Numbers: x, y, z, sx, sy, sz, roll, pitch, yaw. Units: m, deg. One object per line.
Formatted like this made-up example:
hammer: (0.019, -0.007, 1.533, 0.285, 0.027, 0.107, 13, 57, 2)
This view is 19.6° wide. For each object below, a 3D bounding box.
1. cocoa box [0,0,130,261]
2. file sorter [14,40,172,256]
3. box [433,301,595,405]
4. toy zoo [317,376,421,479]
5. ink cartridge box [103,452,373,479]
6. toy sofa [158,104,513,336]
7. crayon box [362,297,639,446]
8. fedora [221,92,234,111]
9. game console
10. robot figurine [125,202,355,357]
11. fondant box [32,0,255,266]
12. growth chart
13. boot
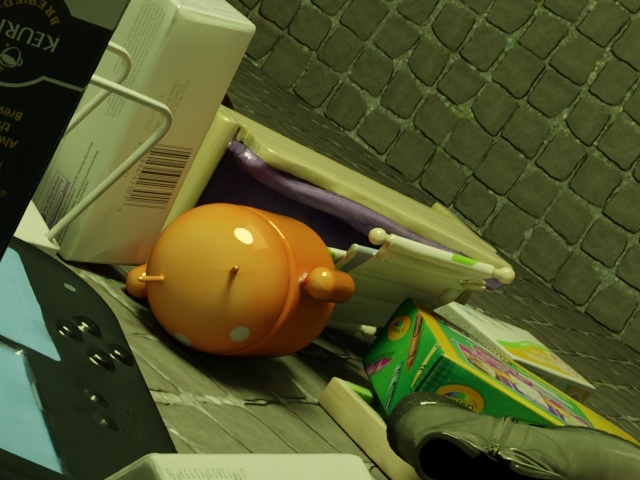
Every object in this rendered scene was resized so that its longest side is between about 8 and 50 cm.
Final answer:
cocoa box: (-0.310, -0.162, 1.001, 0.347, 0.228, 0.231, 18, 19, -32)
file sorter: (-0.274, -0.153, 1.425, 0.278, 0.173, 0.193, 55, 17, 25)
box: (0.170, 0.146, 1.849, 0.103, 0.114, 0.203, 41, 10, 33)
toy zoo: (0.147, 0.220, 1.646, 0.293, 0.030, 0.192, 26, 12, -43)
ink cartridge box: (0.002, 0.230, 0.997, 0.239, 0.060, 0.275, 63, 18, 17)
toy sofa: (0.000, 0.000, 1.823, 0.362, 0.150, 0.177, 24, 12, -34)
crayon box: (0.180, 0.172, 1.649, 0.278, 0.081, 0.165, 32, 9, -15)
fedora: (-0.179, -0.106, 1.863, 0.194, 0.194, 0.079, 29, 47, -31)
game console: (-0.252, 0.038, 1.071, 0.386, 0.060, 0.342, 28, 11, -31)
robot figurine: (-0.067, 0.035, 1.543, 0.158, 0.128, 0.219, 41, 9, 19)
fondant box: (-0.227, -0.164, 1.605, 0.096, 0.238, 0.330, 5, 28, -48)
growth chart: (0.040, 0.043, 1.704, 0.172, 0.021, 0.237, 20, -27, -29)
boot: (0.172, 0.190, 1.436, 0.246, 0.083, 0.161, 15, 5, -11)
